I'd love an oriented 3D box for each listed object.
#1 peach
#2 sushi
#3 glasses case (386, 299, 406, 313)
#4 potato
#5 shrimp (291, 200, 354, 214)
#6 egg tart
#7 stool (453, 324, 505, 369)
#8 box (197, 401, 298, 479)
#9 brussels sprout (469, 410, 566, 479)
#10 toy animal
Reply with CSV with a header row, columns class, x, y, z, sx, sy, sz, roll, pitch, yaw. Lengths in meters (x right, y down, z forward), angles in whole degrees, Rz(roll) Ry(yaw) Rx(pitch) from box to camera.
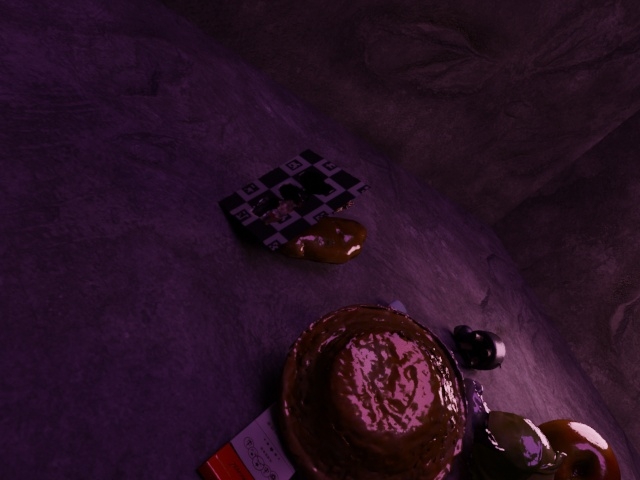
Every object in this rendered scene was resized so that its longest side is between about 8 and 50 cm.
class,x,y,z,sx,sy,sz,roll,pitch,yaw
peach,0.798,0.736,1.579,0.307,0.308,0.332,53,-3,14
sushi,-0.077,-0.106,1.512,0.373,0.099,0.296,-35,53,-23
glasses case,0.260,0.259,1.732,0.067,0.045,0.179,51,28,11
potato,0.000,0.000,1.605,0.369,0.176,0.195,-3,65,-46
shrimp,-0.016,-0.111,1.674,0.295,0.154,0.062,-6,81,-21
egg tart,0.127,0.330,1.034,0.444,0.178,0.442,4,63,-9
stool,0.610,0.427,1.917,0.139,0.153,0.228,14,-2,-41
box,-0.119,0.434,0.962,0.139,0.035,0.245,51,27,8
brussels sprout,0.534,0.632,1.379,0.227,0.259,0.294,32,9,-44
toy animal,0.340,0.520,1.233,0.303,0.194,0.344,40,68,-41
